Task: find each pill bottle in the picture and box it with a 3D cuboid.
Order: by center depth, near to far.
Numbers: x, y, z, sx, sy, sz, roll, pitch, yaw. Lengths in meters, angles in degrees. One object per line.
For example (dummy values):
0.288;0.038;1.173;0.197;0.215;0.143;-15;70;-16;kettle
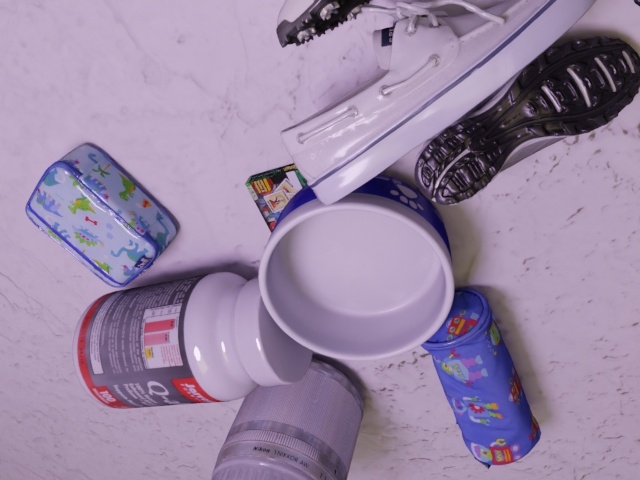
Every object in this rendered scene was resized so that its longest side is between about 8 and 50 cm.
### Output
-0.211;0.165;0.952;0.363;0.210;0.210;-11;120;26;pill bottle

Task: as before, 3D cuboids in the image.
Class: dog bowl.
0.052;0.040;0.806;0.265;0.104;0.265;4;123;7;dog bowl

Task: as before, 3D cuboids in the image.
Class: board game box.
0.000;0.000;0.878;0.136;0.030;0.260;-14;119;24;board game box

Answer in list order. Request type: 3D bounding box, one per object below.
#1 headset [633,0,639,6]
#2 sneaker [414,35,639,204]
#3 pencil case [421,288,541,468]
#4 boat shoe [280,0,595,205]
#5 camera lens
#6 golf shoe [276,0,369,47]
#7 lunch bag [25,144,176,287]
0.409;-0.348;0.419;0.243;0.185;0.394;48;112;8;headset
0.231;-0.141;0.664;0.271;0.108;0.100;-30;93;17;sneaker
0.246;0.220;0.900;0.133;0.119;0.306;-7;123;35;pencil case
0.101;-0.201;0.623;0.367;0.136;0.156;-34;100;24;boat shoe
-0.052;0.360;1.000;0.219;0.274;0.219;9;127;12;camera lens
0.032;-0.326;0.600;0.120;0.105;0.273;50;122;3;golf shoe
-0.362;-0.031;0.939;0.176;0.090;0.219;-32;109;37;lunch bag
